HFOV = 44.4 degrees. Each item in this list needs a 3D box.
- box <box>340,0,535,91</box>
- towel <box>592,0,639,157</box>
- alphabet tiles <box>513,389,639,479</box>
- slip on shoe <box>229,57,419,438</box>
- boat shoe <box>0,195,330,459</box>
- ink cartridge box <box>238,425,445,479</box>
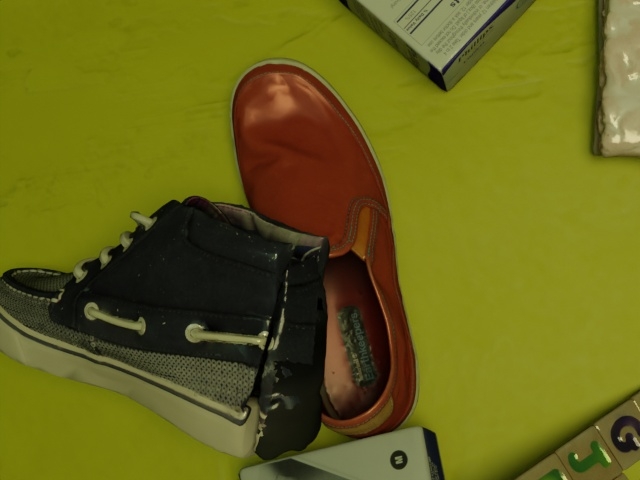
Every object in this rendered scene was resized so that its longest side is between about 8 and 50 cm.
[{"bbox_3d":[0.096,-0.217,0.650,0.137,0.072,0.126,45,95,13],"label":"box"},{"bbox_3d":[0.377,-0.215,0.598,0.317,0.053,0.332,3,88,12],"label":"towel"},{"bbox_3d":[0.249,0.247,0.565,0.198,0.009,0.237,-28,78,-19],"label":"alphabet tiles"},{"bbox_3d":[0.000,0.000,0.639,0.123,0.101,0.331,-17,80,12],"label":"slip on shoe"},{"bbox_3d":[-0.135,0.033,0.615,0.340,0.127,0.158,15,101,28],"label":"boat shoe"},{"bbox_3d":[0.000,0.272,0.586,0.224,0.045,0.223,-21,60,20],"label":"ink cartridge box"}]
